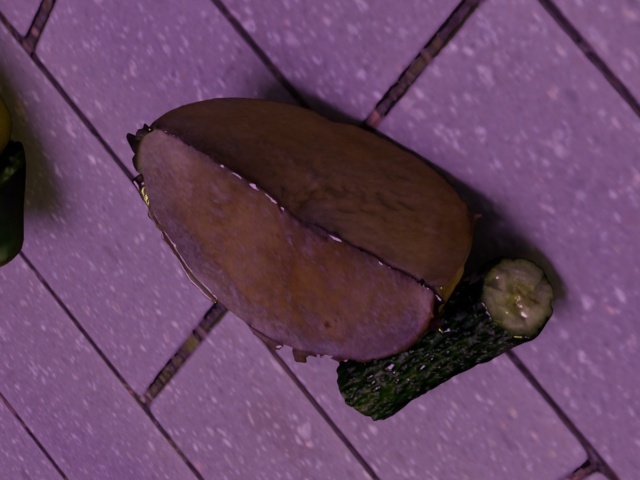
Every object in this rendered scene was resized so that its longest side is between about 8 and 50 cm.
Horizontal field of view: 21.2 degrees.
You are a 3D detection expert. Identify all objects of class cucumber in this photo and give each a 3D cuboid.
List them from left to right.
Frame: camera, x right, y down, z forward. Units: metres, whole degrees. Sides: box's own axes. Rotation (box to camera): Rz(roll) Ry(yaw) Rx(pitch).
[{"bbox_3d":[0.076,0.059,1.068,0.058,0.058,0.187,55,144,1],"label":"cucumber"}]

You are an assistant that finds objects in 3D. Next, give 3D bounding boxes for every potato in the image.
[{"bbox_3d":[0.000,0.000,1.076,0.243,0.098,0.138,31,140,26],"label":"potato"}]

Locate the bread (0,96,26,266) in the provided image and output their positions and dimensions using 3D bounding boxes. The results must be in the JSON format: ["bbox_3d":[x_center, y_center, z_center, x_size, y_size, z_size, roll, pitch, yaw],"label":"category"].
[{"bbox_3d":[-0.410,-0.055,1.406,0.377,0.251,0.208,5,105,51],"label":"bread"}]
